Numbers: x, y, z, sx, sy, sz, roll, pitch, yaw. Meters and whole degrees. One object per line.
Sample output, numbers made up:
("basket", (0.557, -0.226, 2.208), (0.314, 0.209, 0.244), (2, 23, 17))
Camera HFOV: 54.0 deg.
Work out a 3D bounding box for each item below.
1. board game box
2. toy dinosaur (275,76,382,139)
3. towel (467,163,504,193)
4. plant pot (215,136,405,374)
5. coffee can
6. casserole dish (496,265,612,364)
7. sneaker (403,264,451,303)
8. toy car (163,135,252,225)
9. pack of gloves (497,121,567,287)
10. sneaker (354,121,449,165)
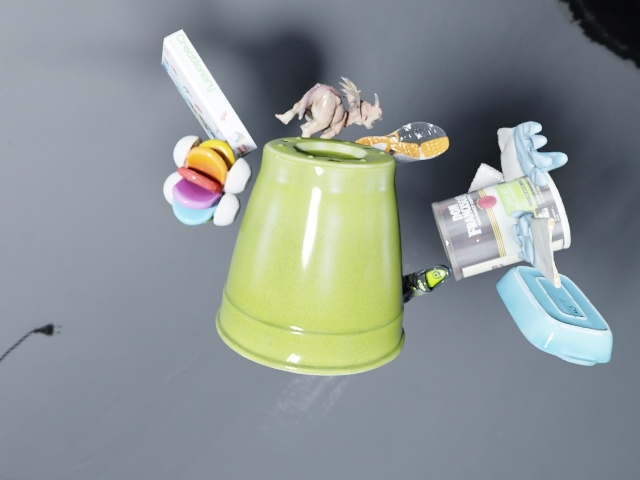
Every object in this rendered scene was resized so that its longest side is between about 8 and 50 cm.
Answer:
("board game box", (-0.266, -0.322, 1.474), (0.053, 0.193, 0.305), (-35, 100, -12))
("toy dinosaur", (0.020, -0.330, 1.552), (0.200, 0.127, 0.296), (-46, 159, 15))
("towel", (0.542, -0.096, 2.003), (0.049, 0.187, 0.282), (-39, 155, -37))
("plant pot", (0.000, 0.000, 1.167), (0.367, 0.366, 0.352), (-7, 113, -35))
("coffee can", (0.430, -0.036, 1.521), (0.276, 0.201, 0.201), (-18, 132, 9))
("casserole dish", (0.294, 0.084, 0.787), (0.114, 0.188, 0.037), (11, 116, -9))
("sneaker", (0.228, 0.106, 1.513), (0.188, 0.067, 0.078), (-25, 173, -1))
("toy car", (-0.234, -0.107, 1.236), (0.136, 0.159, 0.182), (-57, 171, -65))
("pack of gloves", (0.287, -0.058, 0.824), (0.046, 0.232, 0.195), (-9, 97, 7))
("sneaker", (0.201, -0.238, 1.645), (0.263, 0.121, 0.099), (-9, 83, -1))
